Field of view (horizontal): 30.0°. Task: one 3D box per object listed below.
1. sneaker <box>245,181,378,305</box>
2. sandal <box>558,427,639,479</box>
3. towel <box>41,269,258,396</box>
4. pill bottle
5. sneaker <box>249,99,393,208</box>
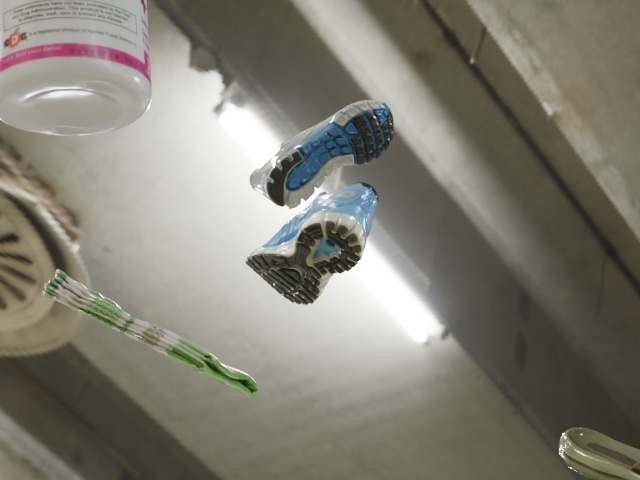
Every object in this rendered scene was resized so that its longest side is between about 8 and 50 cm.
[{"bbox_3d":[0.000,0.000,0.960,0.063,0.073,0.162,42,-33,-13],"label":"sneaker"},{"bbox_3d":[0.428,0.272,1.434,0.302,0.120,0.086,17,-81,34],"label":"sandal"},{"bbox_3d":[-0.126,0.071,0.909,0.152,0.023,0.113,23,-8,22],"label":"towel"},{"bbox_3d":[-0.257,-0.263,1.208,0.160,0.283,0.160,-5,-16,-1],"label":"pill bottle"},{"bbox_3d":[-0.003,-0.106,1.348,0.083,0.190,0.071,16,-48,57],"label":"sneaker"}]
